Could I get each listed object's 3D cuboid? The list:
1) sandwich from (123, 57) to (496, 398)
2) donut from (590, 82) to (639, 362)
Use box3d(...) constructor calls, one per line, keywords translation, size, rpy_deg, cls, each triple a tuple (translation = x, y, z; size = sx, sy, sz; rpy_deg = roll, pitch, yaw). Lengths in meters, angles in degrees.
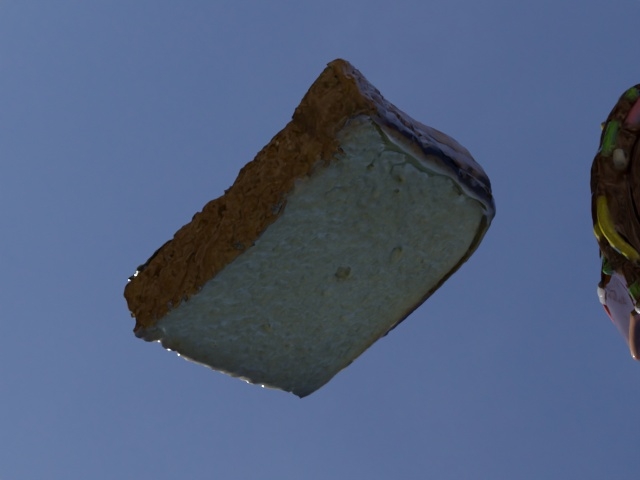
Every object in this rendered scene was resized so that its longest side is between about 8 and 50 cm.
box3d(translation=(0.000, -0.001, 1.053), size=(0.251, 0.226, 0.087), rpy_deg=(-44, -132, 17), cls="sandwich")
box3d(translation=(0.227, 0.010, 0.592), size=(0.235, 0.089, 0.235), rpy_deg=(1, -132, -1), cls="donut")
